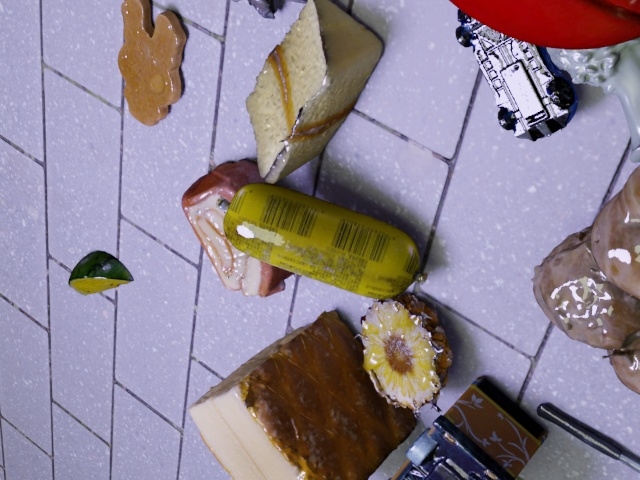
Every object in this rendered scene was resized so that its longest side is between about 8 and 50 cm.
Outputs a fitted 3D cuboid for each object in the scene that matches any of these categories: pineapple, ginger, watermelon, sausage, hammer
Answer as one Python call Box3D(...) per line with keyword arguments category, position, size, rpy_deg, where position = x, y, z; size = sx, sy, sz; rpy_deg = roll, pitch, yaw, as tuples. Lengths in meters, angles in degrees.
Box3D(category="pineapple", position=(0.140, 0.185, 1.584), size=(0.221, 0.047, 0.221), rpy_deg=(19, 114, 48))
Box3D(category="ginger", position=(0.399, 0.039, 1.179), size=(0.256, 0.176, 0.375), rpy_deg=(34, 150, 19))
Box3D(category="watermelon", position=(-0.490, 0.081, 2.087), size=(0.181, 0.075, 0.092), rpy_deg=(-12, 111, 44))
Box3D(category="sausage", position=(0.000, 0.000, 1.511), size=(0.347, 0.123, 0.123), rpy_deg=(20, 132, 2))
Box3D(category="hammer", position=(0.434, 0.309, 1.457), size=(0.246, 0.029, 0.103), rpy_deg=(31, 133, 24))

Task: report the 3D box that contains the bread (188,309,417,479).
Box3D(category="bread", position=(-0.031, 0.306, 1.681), size=(0.279, 0.279, 0.207), rpy_deg=(52, 139, -3))

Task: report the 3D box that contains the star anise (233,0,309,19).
Box3D(category="star anise", position=(-0.089, -0.390, 1.399), size=(0.180, 0.061, 0.204), rpy_deg=(16, 153, 8))

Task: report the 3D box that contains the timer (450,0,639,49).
Box3D(category="timer", position=(0.228, -0.365, 0.940), size=(0.378, 0.378, 0.279), rpy_deg=(49, 133, 5))

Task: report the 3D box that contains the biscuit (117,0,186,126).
Box3D(category="biscuit", position=(-0.295, -0.305, 1.695), size=(0.144, 0.040, 0.236), rpy_deg=(39, 137, 26))

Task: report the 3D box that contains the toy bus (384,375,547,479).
Box3D(category="toy bus", position=(0.208, 0.388, 1.584), size=(0.162, 0.194, 0.323), rpy_deg=(40, 133, 13))

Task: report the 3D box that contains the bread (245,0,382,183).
Box3D(category="bread", position=(-0.017, -0.215, 1.458), size=(0.141, 0.178, 0.266), rpy_deg=(16, 143, -14))

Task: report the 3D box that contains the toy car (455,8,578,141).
Box3D(category="toy car", position=(0.250, -0.232, 1.241), size=(0.103, 0.063, 0.216), rpy_deg=(-24, 93, 46))

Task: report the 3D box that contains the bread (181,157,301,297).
Box3D(category="bread", position=(-0.127, -0.015, 1.672), size=(0.190, 0.123, 0.244), rpy_deg=(-24, 100, 46))

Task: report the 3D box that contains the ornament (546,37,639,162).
Box3D(category="ornament", position=(0.374, -0.176, 1.121), size=(0.285, 0.130, 0.120), rpy_deg=(51, 151, 3))
